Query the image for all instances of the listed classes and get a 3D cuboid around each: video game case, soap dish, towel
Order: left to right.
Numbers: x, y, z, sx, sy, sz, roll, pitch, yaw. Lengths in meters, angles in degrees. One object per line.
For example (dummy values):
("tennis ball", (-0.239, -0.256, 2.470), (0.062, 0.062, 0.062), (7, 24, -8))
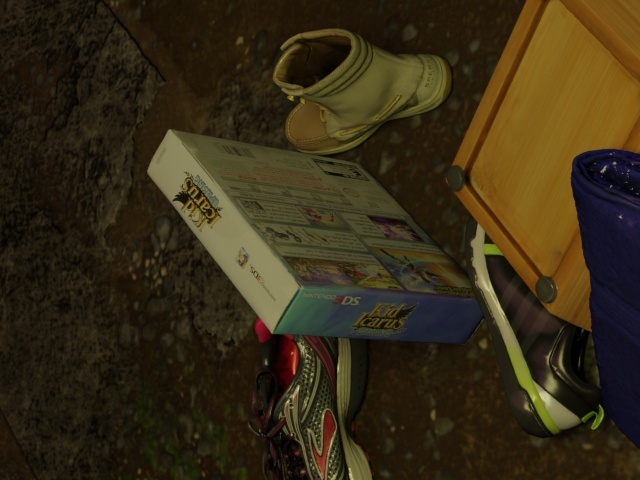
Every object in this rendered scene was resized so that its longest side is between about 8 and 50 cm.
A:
("video game case", (0.000, 0.000, 1.458), (0.244, 0.269, 0.061), (48, 118, 38))
("soap dish", (0.235, -0.089, 1.296), (0.229, 0.118, 0.291), (57, 138, 38))
("towel", (0.302, 0.082, 1.180), (0.227, 0.076, 0.308), (43, 157, 42))

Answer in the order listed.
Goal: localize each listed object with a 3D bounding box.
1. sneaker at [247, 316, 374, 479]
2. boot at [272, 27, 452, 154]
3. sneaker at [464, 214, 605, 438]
("sneaker", (-0.022, 0.210, 1.563), (0.121, 0.112, 0.299), (-12, 77, 43))
("boot", (0.005, -0.153, 1.545), (0.213, 0.165, 0.077), (-19, 71, 40))
("sneaker", (0.208, 0.070, 1.397), (0.097, 0.084, 0.234), (-22, 70, 18))
